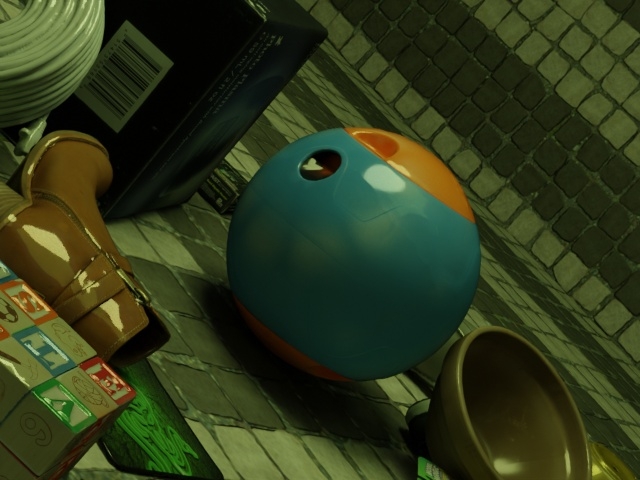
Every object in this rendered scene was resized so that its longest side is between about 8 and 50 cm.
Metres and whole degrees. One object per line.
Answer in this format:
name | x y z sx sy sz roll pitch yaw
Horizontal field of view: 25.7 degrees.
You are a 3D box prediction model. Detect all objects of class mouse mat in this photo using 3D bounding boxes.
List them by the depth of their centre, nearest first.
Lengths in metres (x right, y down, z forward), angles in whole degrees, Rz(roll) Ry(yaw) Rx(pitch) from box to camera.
mouse mat | -0.172 0.137 1.227 0.152 0.007 0.190 23 24 -54

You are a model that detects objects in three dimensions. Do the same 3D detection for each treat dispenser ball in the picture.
treat dispenser ball | 0.037 0.016 1.583 0.288 0.288 0.288 39 14 -11

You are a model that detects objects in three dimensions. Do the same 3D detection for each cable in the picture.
cable | -0.348 -0.230 1.416 0.257 0.257 0.089 26 -33 8

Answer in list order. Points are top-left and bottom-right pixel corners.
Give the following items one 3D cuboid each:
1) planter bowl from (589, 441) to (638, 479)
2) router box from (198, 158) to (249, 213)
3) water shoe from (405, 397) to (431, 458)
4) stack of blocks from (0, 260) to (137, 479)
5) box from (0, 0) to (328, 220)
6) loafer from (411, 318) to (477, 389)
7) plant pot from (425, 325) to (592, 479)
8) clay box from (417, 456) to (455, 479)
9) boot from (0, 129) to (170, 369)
planter bowl | 0.388 0.348 1.967 0.217 0.090 0.217 39 13 -11
router box | -0.149 -0.090 1.930 0.122 0.038 0.092 44 13 12
water shoe | 0.180 0.263 1.733 0.203 0.073 0.080 26 41 -35
stack of blocks | -0.287 0.054 0.986 0.297 0.087 0.171 43 14 4
box | -0.172 -0.194 1.632 0.183 0.296 0.294 43 14 6
loafer | 0.120 0.116 1.918 0.319 0.112 0.111 41 16 32
plant pot | 0.201 0.227 1.626 0.237 0.109 0.237 30 43 -32
clay box | 0.174 0.332 1.491 0.222 0.053 0.127 40 11 -3
boot | -0.210 0.008 1.279 0.220 0.109 0.283 41 14 7
